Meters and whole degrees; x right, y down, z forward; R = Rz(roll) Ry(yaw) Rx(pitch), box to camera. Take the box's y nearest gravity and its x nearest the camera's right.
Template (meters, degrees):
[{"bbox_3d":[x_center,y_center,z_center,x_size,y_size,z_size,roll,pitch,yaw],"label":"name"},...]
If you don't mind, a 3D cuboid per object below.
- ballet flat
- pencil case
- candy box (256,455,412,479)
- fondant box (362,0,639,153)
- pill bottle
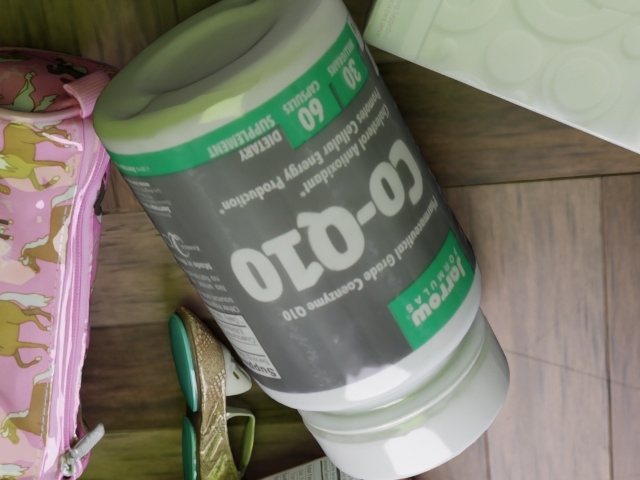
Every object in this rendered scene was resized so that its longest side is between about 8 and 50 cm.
[{"bbox_3d":[-0.095,0.148,1.165,0.067,0.073,0.206,-10,117,-18],"label":"ballet flat"},{"bbox_3d":[-0.251,0.030,1.073,0.167,0.160,0.386,7,113,-5],"label":"pencil case"},{"bbox_3d":[-0.048,0.307,1.177,0.316,0.087,0.183,-22,132,14],"label":"candy box"},{"bbox_3d":[0.227,-0.204,0.952,0.330,0.096,0.238,21,114,-4],"label":"fondant box"},{"bbox_3d":[0.000,0.000,0.995,0.204,0.204,0.361,-23,118,15],"label":"pill bottle"}]
